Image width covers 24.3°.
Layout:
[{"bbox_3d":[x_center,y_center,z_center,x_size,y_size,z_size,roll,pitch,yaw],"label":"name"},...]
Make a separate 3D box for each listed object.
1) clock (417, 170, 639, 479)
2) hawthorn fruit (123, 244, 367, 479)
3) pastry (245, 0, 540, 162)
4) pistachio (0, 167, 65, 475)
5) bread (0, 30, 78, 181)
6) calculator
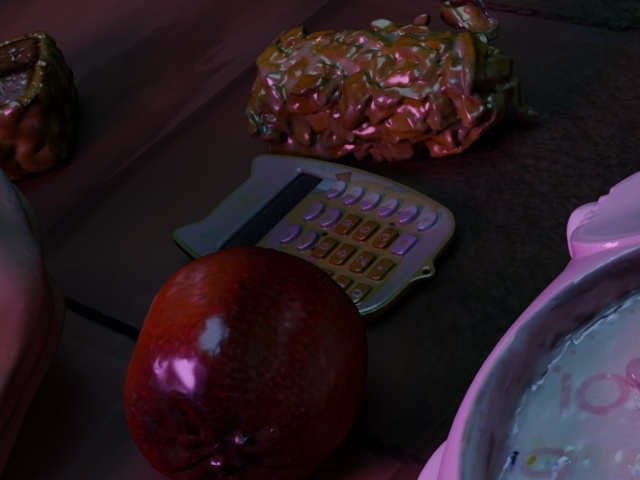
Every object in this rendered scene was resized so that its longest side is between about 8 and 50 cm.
[{"bbox_3d":[0.230,0.130,0.731,0.368,0.250,0.377,-4,45,24],"label":"clock"},{"bbox_3d":[-0.051,0.079,1.022,0.169,0.169,0.188,-8,38,18],"label":"hawthorn fruit"},{"bbox_3d":[0.062,-0.138,1.293,0.250,0.102,0.154,-4,42,26],"label":"pastry"},{"bbox_3d":[-0.384,0.099,1.059,0.445,0.281,0.365,-43,67,-16],"label":"pistachio"},{"bbox_3d":[-0.352,-0.115,1.480,0.222,0.096,0.181,-18,35,2],"label":"bread"},{"bbox_3d":[0.000,0.000,1.207,0.236,0.033,0.157,19,51,40],"label":"calculator"}]
